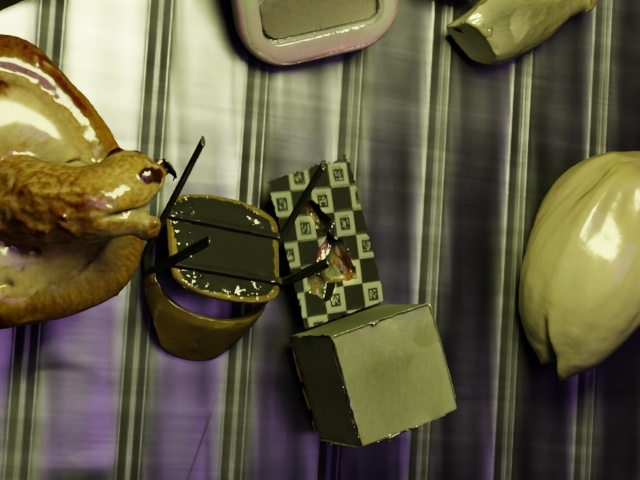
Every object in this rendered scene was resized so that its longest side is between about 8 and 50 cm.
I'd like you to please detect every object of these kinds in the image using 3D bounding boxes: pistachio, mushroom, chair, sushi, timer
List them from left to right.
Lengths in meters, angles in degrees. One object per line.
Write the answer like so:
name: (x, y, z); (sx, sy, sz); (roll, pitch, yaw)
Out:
mushroom: (-0.341, -0.060, 1.392); (0.346, 0.260, 0.345); (1, 87, -26)
chair: (-0.112, 0.019, 1.550); (0.159, 0.247, 0.172); (10, 60, -25)
timer: (-0.011, -0.321, 1.622); (0.209, 0.069, 0.190); (-14, 119, -11)
sushi: (0.000, 0.000, 1.674); (0.139, 0.031, 0.200); (-17, 95, -36)
mushroom: (0.270, -0.304, 1.777); (0.247, 0.096, 0.108); (-25, 124, -32)
pistachio: (0.377, 0.031, 1.767); (0.331, 0.208, 0.226); (-65, 155, -6)

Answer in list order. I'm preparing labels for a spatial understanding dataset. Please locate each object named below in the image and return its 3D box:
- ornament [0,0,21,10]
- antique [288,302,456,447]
ornament: (-0.368, -0.388, 1.486); (0.153, 0.166, 0.196); (-22, 66, 4)
antique: (0.060, 0.165, 1.631); (0.152, 0.148, 0.146); (-17, 96, -25)
